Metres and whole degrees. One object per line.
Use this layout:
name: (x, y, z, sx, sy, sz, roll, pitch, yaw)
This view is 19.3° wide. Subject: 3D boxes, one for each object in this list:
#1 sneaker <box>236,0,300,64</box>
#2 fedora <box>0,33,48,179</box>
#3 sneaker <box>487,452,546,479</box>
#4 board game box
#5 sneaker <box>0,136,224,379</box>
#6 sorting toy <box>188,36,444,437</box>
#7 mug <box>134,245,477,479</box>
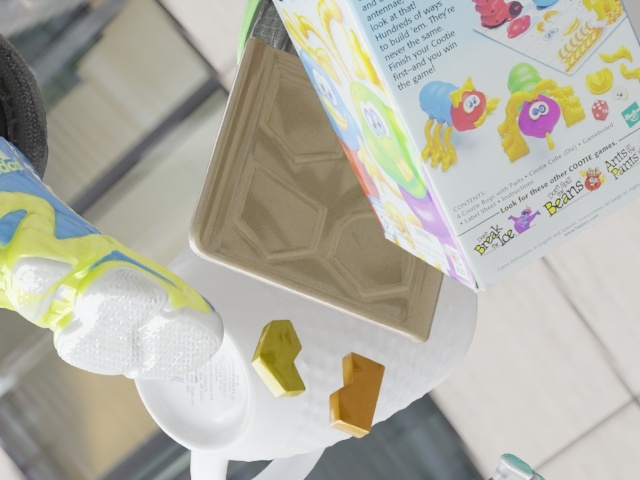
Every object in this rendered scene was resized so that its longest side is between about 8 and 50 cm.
sneaker: (0.123, -0.244, 1.759, 0.185, 0.483, 0.202, 32, -147, -50)
fedora: (-0.428, -0.080, 1.803, 0.334, 0.334, 0.152, 53, 166, 6)
sneaker: (0.141, 0.219, 1.243, 0.166, 0.076, 0.065, 55, 171, -21)
board game box: (0.064, -0.135, 1.036, 0.275, 0.144, 0.142, 64, 167, -21)
sneaker: (-0.163, -0.002, 1.165, 0.240, 0.091, 0.126, 25, -142, -34)
sorting toy: (0.000, 0.000, 1.568, 0.229, 0.041, 0.307, 24, -119, -16)
mug: (-0.042, 0.134, 2.036, 0.276, 0.374, 0.328, 28, -149, 28)
